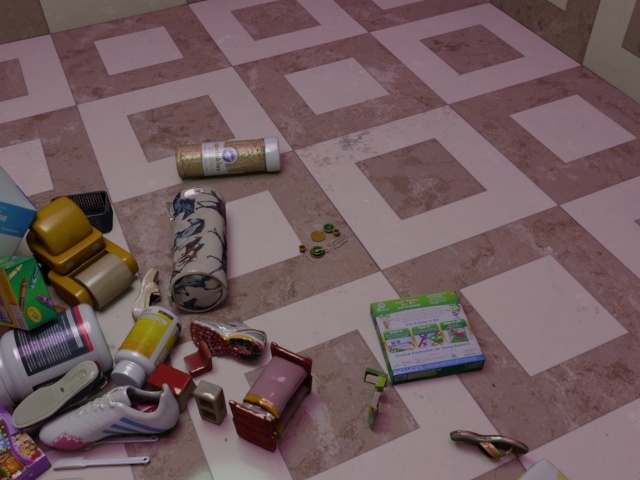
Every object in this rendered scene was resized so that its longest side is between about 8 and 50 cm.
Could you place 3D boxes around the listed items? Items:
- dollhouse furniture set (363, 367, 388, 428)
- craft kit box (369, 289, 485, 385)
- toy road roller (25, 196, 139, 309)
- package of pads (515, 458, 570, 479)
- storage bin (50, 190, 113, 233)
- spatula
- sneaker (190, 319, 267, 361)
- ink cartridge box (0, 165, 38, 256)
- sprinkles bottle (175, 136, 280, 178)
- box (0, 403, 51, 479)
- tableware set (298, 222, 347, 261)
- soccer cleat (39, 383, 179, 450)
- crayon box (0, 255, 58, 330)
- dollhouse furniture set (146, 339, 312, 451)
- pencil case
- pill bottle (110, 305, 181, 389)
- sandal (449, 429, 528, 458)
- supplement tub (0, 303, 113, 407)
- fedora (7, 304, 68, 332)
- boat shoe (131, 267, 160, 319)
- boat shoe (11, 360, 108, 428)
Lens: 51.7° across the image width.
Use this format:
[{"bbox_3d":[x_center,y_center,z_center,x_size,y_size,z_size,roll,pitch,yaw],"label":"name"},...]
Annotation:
[{"bbox_3d":[0.124,0.384,1.647,0.058,0.076,0.152,13,36,11],"label":"dollhouse furniture set"},{"bbox_3d":[0.282,0.256,1.786,0.250,0.061,0.246,-8,48,-6],"label":"craft kit box"},{"bbox_3d":[-0.711,0.026,1.910,0.329,0.240,0.202,28,52,27],"label":"toy road roller"},{"bbox_3d":[0.449,0.626,1.375,0.296,0.101,0.229,-28,52,-25],"label":"package of pads"},{"bbox_3d":[-0.771,-0.082,2.134,0.180,0.084,0.122,-8,45,-8],"label":"storage bin"},{"bbox_3d":[-0.514,0.529,1.561,0.242,0.019,0.168,-1,39,-1],"label":"spatula"},{"bbox_3d":[-0.250,0.262,1.787,0.225,0.088,0.093,14,26,15],"label":"sneaker"},{"bbox_3d":[-1.003,-0.005,1.848,0.285,0.166,0.395,38,100,34],"label":"ink cartridge box"},{"bbox_3d":[-0.319,-0.288,2.303,0.355,0.121,0.121,-5,45,-3],"label":"sprinkles bottle"},{"bbox_3d":[-0.809,0.500,1.566,0.293,0.057,0.201,32,53,29],"label":"box"},{"bbox_3d":[0.000,0.000,2.072,0.154,0.024,0.104,-31,52,-26],"label":"tableware set"},{"bbox_3d":[-0.508,0.407,1.583,0.331,0.143,0.116,-6,33,-8],"label":"soccer cleat"},{"bbox_3d":[-0.786,0.129,1.676,0.278,0.165,0.081,-1,21,45],"label":"crayon box"},{"bbox_3d":[-0.227,0.342,1.641,0.374,0.152,0.201,18,48,19],"label":"dollhouse furniture set"},{"bbox_3d":[-0.369,0.021,1.966,0.183,0.160,0.410,-13,45,2],"label":"pencil case"},{"bbox_3d":[-0.459,0.284,1.732,0.117,0.117,0.215,12,46,13],"label":"pill bottle"},{"bbox_3d":[0.392,0.483,1.547,0.180,0.072,0.049,7,61,11],"label":"sandal"},{"bbox_3d":[-0.686,0.291,1.678,0.272,0.191,0.191,-21,48,-19],"label":"supplement tub"},{"bbox_3d":[-0.776,0.229,1.823,0.194,0.079,0.194,-1,44,1],"label":"fedora"},{"bbox_3d":[-0.489,0.157,1.905,0.059,0.063,0.170,7,55,5],"label":"boat shoe"},{"bbox_3d":[-0.627,0.385,1.596,0.233,0.079,0.084,-32,55,-9],"label":"boat shoe"}]
